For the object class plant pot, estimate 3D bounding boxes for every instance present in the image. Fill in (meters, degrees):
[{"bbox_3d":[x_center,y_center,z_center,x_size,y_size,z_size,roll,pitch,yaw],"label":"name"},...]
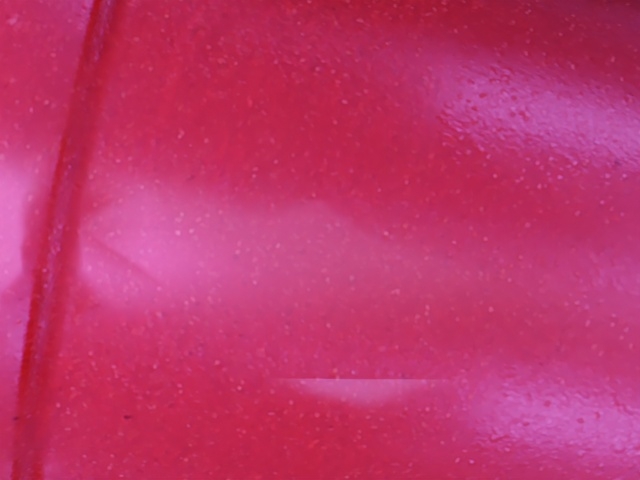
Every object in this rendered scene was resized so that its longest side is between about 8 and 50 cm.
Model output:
[{"bbox_3d":[0.000,0.000,0.599,0.265,0.272,0.272,11,97,1],"label":"plant pot"}]
